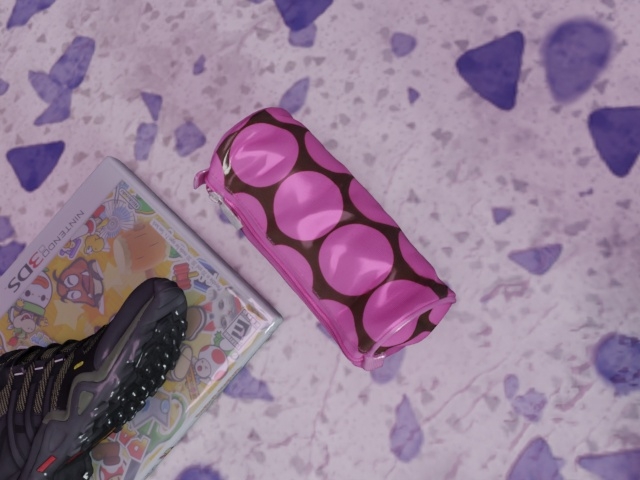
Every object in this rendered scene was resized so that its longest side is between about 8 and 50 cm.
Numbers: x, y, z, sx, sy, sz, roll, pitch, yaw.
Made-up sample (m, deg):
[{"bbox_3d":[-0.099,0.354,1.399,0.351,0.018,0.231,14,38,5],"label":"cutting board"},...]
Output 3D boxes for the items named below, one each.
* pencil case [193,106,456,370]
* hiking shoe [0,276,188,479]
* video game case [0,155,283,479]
[{"bbox_3d":[0.000,0.000,0.362,0.098,0.095,0.209,-32,70,-33],"label":"pencil case"},{"bbox_3d":[-0.197,0.107,0.355,0.114,0.086,0.227,37,89,12],"label":"hiking shoe"},{"bbox_3d":[-0.180,0.070,0.416,0.227,0.026,0.206,41,90,14],"label":"video game case"}]
